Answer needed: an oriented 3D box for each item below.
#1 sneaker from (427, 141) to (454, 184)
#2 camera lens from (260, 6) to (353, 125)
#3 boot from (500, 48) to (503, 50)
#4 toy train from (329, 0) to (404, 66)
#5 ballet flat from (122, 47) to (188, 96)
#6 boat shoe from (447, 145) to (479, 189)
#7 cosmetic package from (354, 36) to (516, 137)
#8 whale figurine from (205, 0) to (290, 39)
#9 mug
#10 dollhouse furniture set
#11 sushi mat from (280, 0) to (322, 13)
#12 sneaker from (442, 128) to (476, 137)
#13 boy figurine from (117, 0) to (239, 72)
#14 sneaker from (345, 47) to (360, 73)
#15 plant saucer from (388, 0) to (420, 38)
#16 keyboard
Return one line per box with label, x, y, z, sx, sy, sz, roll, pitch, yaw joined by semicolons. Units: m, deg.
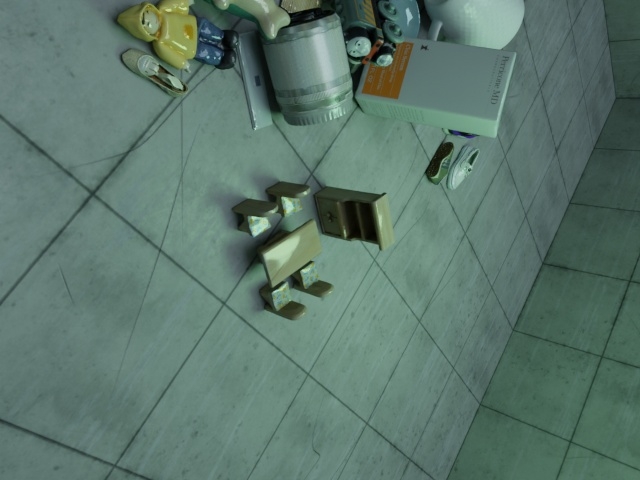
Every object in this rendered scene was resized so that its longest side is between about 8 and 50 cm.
sneaker;0.509;-0.317;2.202;0.192;0.064;0.086;-59;143;-18
camera lens;-0.032;-0.481;1.447;0.219;0.219;0.274;-37;125;-36
boot;0.762;-0.881;2.319;0.152;0.073;0.197;40;58;-46
toy train;0.127;-0.658;1.541;0.190;0.142;0.334;8;62;-27
ballet flat;-0.377;-0.393;1.221;0.168;0.052;0.057;27;81;-47
boat shoe;0.633;-0.324;2.318;0.083;0.076;0.226;37;73;-45
cosmetic package;0.365;-0.500;1.686;0.161;0.453;0.230;25;80;-72
whale figurine;-0.201;-0.598;1.260;0.272;0.141;0.216;45;53;-20
mug;0.525;-0.830;1.944;0.328;0.276;0.374;11;110;-42
dollhouse furniture set;0.000;0.000;1.582;0.394;0.256;0.362;-35;124;-36
sushi mat;-0.027;-0.791;1.524;0.151;0.019;0.316;15;89;-47
sneaker;0.659;-0.486;2.251;0.293;0.146;0.102;-13;109;-45
boy figurine;-0.327;-0.492;1.224;0.285;0.092;0.177;3;101;-51
sneaker;0.114;-0.627;1.680;0.078;0.106;0.234;19;61;-8
plant saucer;0.279;-0.778;1.840;0.195;0.037;0.195;-10;105;-43
keyboard;-0.183;-0.440;1.453;0.072;0.014;0.256;-34;124;-43
